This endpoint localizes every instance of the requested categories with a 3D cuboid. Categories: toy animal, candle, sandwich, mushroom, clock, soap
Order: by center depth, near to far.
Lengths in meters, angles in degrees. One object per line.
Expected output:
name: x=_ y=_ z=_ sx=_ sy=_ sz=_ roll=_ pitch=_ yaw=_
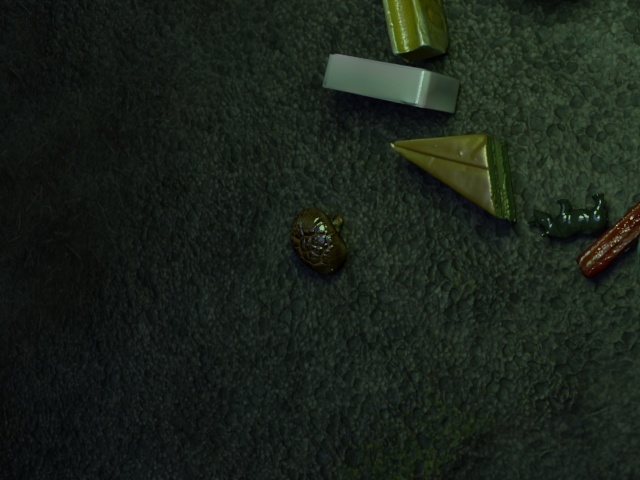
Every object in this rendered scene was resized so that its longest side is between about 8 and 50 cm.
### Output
candle: x=0.525 y=-0.061 z=1.571 sx=0.329 sy=0.048 sz=0.051 roll=-45 pitch=27 yaw=21
toy animal: x=0.398 y=-0.036 z=1.641 sx=0.136 sy=0.047 sz=0.065 roll=-7 pitch=86 yaw=29
sandwich: x=0.221 y=-0.099 z=1.704 sx=0.187 sy=0.117 sz=0.144 roll=-4 pitch=84 yaw=29
soap: x=0.155 y=-0.420 z=1.738 sx=0.073 sy=0.140 sz=0.232 roll=-15 pitch=81 yaw=29
clock: x=0.123 y=-0.269 z=1.747 sx=0.197 sy=0.150 sz=0.063 roll=16 pitch=100 yaw=29
mushroom: x=-0.004 y=0.002 z=1.847 sx=0.109 sy=0.085 sz=0.126 roll=-42 pitch=81 yaw=20

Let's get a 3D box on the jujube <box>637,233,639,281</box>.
jujube: x=0.582 y=-0.011 z=1.419 sx=0.215 sy=0.247 sz=0.308 roll=47 pitch=131 yaw=55
